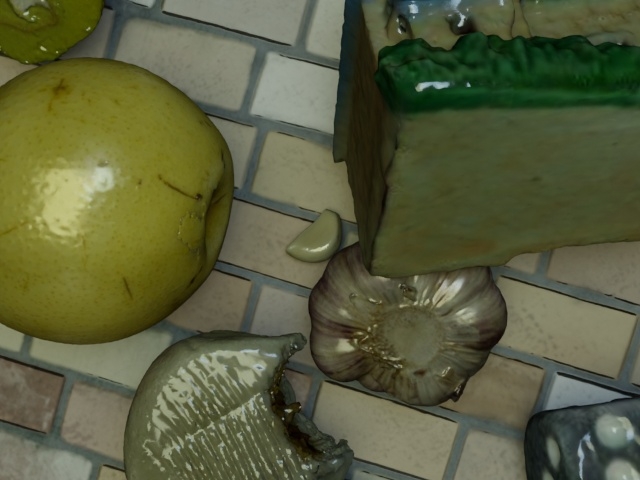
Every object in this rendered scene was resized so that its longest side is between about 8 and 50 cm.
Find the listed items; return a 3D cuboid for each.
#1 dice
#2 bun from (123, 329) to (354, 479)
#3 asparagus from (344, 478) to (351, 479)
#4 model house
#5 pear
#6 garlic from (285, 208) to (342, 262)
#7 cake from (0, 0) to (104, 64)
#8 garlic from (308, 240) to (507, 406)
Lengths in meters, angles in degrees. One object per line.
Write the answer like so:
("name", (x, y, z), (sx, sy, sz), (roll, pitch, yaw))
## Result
("dice", (0.352, 0.280, 1.139), (0.182, 0.183, 0.182), (-8, 78, -7))
("bun", (-0.110, 0.238, 1.199), (0.282, 0.205, 0.281), (0, 92, -3))
("asparagus", (0.147, 0.366, 1.238), (0.343, 0.082, 0.085), (12, 57, 5))
("model house", (0.212, -0.188, 1.058), (0.382, 0.334, 0.342), (-4, 56, -6))
("pear", (-0.272, -0.044, 1.144), (0.349, 0.348, 0.348), (0, 92, 6))
("garlic", (-0.001, -0.001, 1.261), (0.053, 0.041, 0.083), (41, 87, 17))
("cake", (-0.375, -0.362, 1.188), (0.179, 0.156, 0.260), (-27, 126, 15))
("garlic", (0.102, 0.087, 1.199), (0.245, 0.160, 0.244), (-1, 111, -2))
